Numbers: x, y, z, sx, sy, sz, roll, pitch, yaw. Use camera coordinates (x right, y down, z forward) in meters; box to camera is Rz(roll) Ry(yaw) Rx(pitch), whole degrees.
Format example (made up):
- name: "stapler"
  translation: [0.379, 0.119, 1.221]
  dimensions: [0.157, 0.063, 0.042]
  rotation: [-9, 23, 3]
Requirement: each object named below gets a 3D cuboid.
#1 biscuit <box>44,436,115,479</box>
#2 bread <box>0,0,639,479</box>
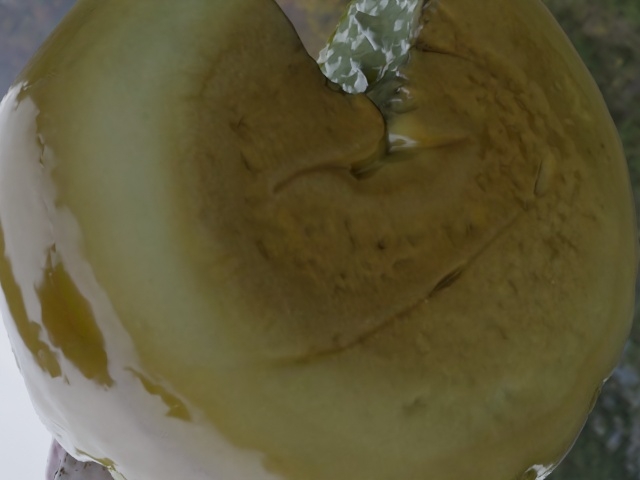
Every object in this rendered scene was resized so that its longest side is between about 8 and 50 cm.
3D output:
- name: "biscuit"
  translation: [-0.143, 0.053, 1.205]
  dimensions: [0.074, 0.359, 0.381]
  rotation: [18, -140, -1]
- name: "bread"
  translation: [0.000, 0.000, 0.715]
  dimensions: [0.333, 0.333, 0.160]
  rotation: [36, 148, -18]
